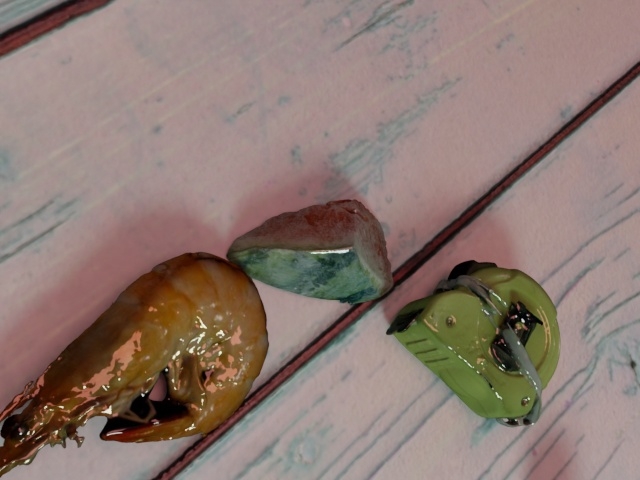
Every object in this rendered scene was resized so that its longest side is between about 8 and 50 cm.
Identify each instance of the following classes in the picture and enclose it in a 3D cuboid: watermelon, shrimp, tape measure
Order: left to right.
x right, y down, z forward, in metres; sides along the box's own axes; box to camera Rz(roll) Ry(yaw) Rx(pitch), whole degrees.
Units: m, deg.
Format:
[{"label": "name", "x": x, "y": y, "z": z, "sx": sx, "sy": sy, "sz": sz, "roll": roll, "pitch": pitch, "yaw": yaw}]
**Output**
[{"label": "shrimp", "x": -0.152, "y": 0.125, "z": 0.773, "sx": 0.287, "sy": 0.063, "sz": 0.152, "roll": -42, "pitch": 109, "yaw": -30}, {"label": "watermelon", "x": 0.000, "y": 0.007, "z": 0.885, "sx": 0.180, "sy": 0.081, "sz": 0.094, "roll": -5, "pitch": 54, "yaw": -34}, {"label": "tape measure", "x": 0.177, "y": 0.100, "z": 0.930, "sx": 0.177, "sy": 0.087, "sz": 0.154, "roll": 47, "pitch": 61, "yaw": -12}]
